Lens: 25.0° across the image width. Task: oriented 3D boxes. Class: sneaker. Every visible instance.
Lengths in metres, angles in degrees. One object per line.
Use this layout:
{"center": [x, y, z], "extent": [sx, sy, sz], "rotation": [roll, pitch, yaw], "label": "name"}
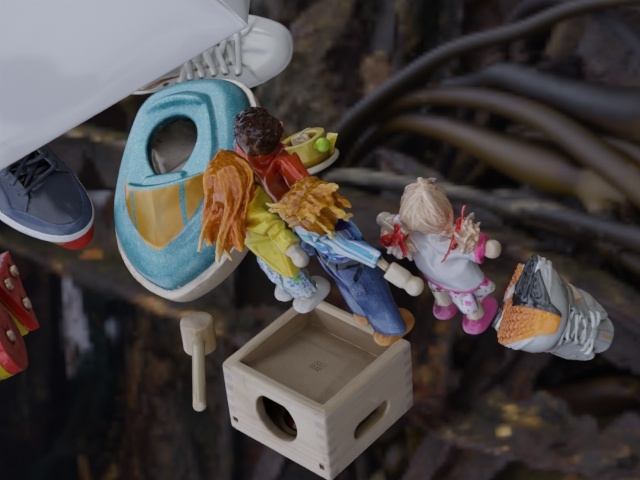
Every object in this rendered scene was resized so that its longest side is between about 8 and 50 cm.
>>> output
{"center": [-0.173, -0.226, 1.847], "extent": [0.123, 0.290, 0.106], "rotation": [-114, 18, -71], "label": "sneaker"}
{"center": [0.252, 0.079, 1.496], "extent": [0.262, 0.121, 0.099], "rotation": [-24, -43, -84], "label": "sneaker"}
{"center": [-0.304, -0.097, 1.370], "extent": [0.226, 0.086, 0.163], "rotation": [42, 161, 0], "label": "sneaker"}

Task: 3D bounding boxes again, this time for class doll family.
{"center": [0.000, 0.000, 1.034], "extent": [0.263, 0.118, 0.163], "rotation": [25, 156, 38], "label": "doll family"}

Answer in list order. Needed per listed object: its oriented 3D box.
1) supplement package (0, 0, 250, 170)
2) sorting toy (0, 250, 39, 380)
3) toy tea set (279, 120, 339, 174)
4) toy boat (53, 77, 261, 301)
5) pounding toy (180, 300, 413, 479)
{"center": [-0.204, -0.197, 1.016], "extent": [0.293, 0.175, 0.178], "rotation": [-24, 46, 34], "label": "supplement package"}
{"center": [-0.433, 0.058, 1.757], "extent": [0.257, 0.089, 0.255], "rotation": [-104, -11, -68], "label": "sorting toy"}
{"center": [-0.131, -0.142, 2.036], "extent": [0.336, 0.200, 0.124], "rotation": [13, 129, 58], "label": "toy tea set"}
{"center": [-0.211, -0.053, 1.629], "extent": [0.318, 0.148, 0.268], "rotation": [-11, 63, 25], "label": "toy boat"}
{"center": [-0.048, 0.140, 1.372], "extent": [0.206, 0.181, 0.094], "rotation": [24, 135, 34], "label": "pounding toy"}
